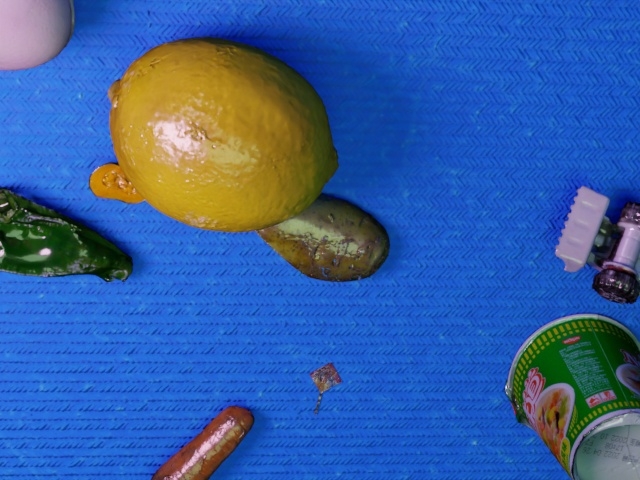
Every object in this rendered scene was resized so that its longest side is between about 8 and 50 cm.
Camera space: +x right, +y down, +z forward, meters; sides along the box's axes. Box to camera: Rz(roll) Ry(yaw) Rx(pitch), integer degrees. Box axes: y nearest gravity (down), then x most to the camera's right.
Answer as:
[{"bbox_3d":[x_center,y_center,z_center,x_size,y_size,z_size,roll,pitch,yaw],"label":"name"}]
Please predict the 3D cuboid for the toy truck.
[{"bbox_3d":[0.440,0.036,1.921,0.286,0.111,0.136,25,76,-8],"label":"toy truck"}]

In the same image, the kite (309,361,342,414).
[{"bbox_3d":[0.009,0.205,1.994,0.044,0.002,0.078,-8,113,-4],"label":"kite"}]

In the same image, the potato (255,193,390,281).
[{"bbox_3d":[0.000,0.000,1.878,0.198,0.054,0.119,30,109,-19],"label":"potato"}]

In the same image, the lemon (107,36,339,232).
[{"bbox_3d":[-0.119,-0.126,1.710,0.263,0.236,0.235,1,115,12],"label":"lemon"}]

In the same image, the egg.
[{"bbox_3d":[-0.377,-0.284,1.630,0.217,0.183,0.183,28,107,-22],"label":"egg"}]

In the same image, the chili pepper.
[{"bbox_3d":[-0.341,0.007,1.829,0.216,0.062,0.108,23,115,-17],"label":"chili pepper"}]

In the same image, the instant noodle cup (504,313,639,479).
[{"bbox_3d":[0.375,0.241,1.936,0.207,0.232,0.207,-3,114,-6],"label":"instant noodle cup"}]

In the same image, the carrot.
[{"bbox_3d":[-0.161,0.297,1.981,0.186,0.060,0.060,-43,112,7],"label":"carrot"}]

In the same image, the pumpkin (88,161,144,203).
[{"bbox_3d":[-0.255,-0.075,1.821,0.083,0.028,0.050,21,111,-25],"label":"pumpkin"}]
